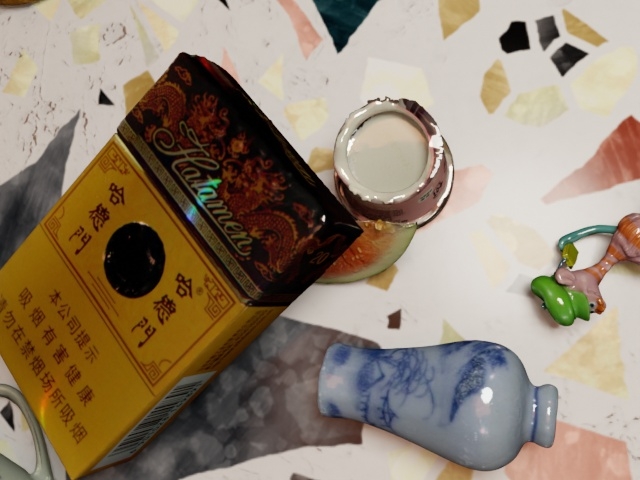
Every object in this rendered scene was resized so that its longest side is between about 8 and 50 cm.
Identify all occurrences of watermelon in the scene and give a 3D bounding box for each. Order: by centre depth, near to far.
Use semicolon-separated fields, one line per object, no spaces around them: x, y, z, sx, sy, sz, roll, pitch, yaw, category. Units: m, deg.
-0.001;0.005;0.792;0.245;0.119;0.063;1;68;17;watermelon

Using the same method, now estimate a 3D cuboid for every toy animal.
0.333;0.007;0.746;0.208;0.100;0.103;-44;49;15;toy animal

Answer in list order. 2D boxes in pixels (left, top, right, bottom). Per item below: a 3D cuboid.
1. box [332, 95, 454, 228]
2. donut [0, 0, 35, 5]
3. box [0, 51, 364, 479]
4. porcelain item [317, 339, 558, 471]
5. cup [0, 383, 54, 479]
0.083;-0.092;0.783;0.151;0.135;0.151;-2;81;11;box
-0.449;-0.451;0.938;0.226;0.114;0.227;-1;82;10;donut
-0.184;0.030;0.746;0.415;0.115;0.264;-44;70;14;box
0.130;0.178;0.742;0.259;0.141;0.141;4;83;19;porcelain item
-0.426;0.312;0.817;0.234;0.186;0.258;22;59;4;cup
